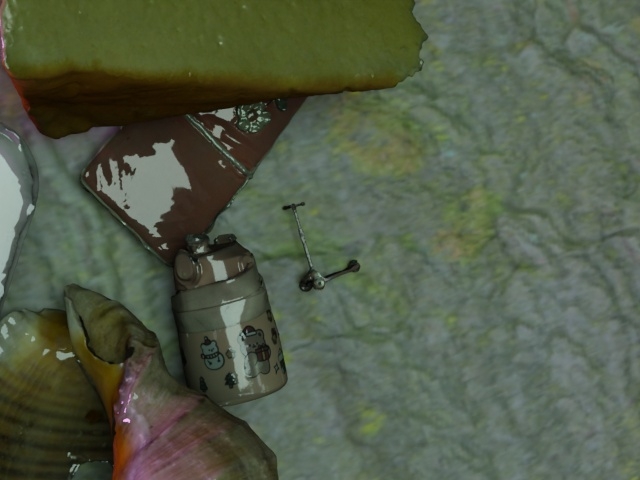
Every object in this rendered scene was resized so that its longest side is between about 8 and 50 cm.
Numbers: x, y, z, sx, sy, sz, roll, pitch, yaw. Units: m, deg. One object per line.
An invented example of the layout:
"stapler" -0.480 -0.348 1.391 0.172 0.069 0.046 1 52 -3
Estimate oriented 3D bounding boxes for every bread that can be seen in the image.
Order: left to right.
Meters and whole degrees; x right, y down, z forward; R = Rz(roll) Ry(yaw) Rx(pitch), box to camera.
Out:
"bread" -0.081 -0.234 1.210 0.361 0.245 0.233 -7 82 -7

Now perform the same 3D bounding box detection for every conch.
"conch" -0.179 0.200 1.214 0.263 0.324 0.186 -14 136 -23

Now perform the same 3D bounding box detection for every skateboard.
"skateboard" 0.000 0.000 1.376 0.064 0.032 0.083 -22 97 -31

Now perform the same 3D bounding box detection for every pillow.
"pillow" -0.107 -0.098 1.330 0.126 0.043 0.232 40 75 -14

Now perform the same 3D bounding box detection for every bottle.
"bottle" -0.085 0.063 1.299 0.099 0.099 0.152 -14 95 -22

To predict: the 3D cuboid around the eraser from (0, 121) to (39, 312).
"eraser" -0.358 0.022 1.171 0.331 0.150 0.331 1 87 -19
